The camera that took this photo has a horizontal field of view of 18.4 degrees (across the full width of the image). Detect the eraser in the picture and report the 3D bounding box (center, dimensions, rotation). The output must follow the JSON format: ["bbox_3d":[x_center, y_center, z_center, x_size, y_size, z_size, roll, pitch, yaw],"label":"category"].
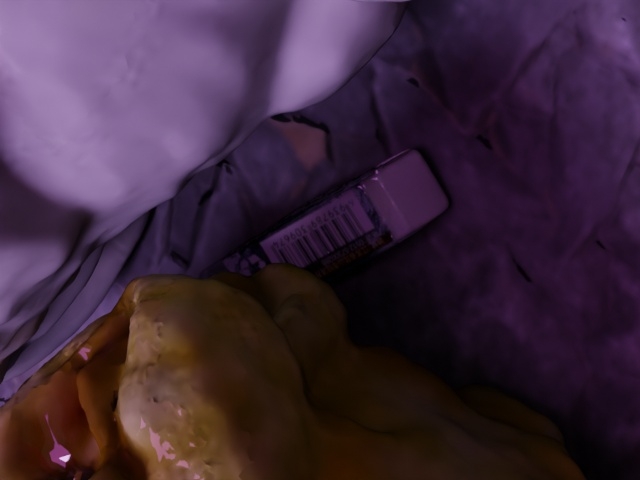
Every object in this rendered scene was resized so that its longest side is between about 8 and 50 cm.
[{"bbox_3d":[0.000,0.000,0.671,0.099,0.019,0.027,-30,96,37],"label":"eraser"}]

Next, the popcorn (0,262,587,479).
[{"bbox_3d":[-0.032,0.109,0.606,0.226,0.203,0.200,42,115,33],"label":"popcorn"}]

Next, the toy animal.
[{"bbox_3d":[-0.106,-0.055,0.623,0.194,0.258,0.357,36,124,-5],"label":"toy animal"}]
